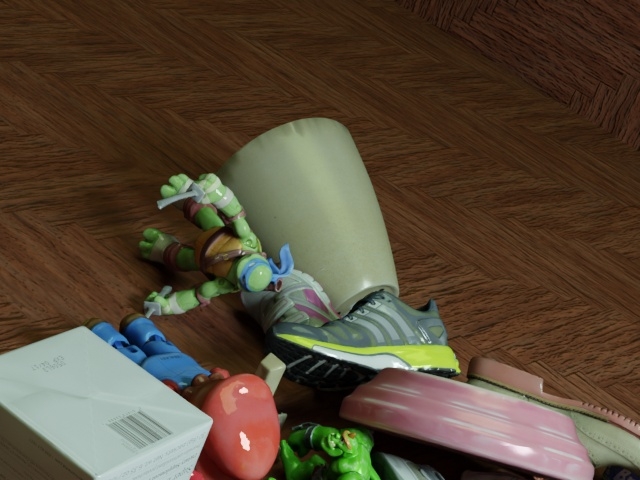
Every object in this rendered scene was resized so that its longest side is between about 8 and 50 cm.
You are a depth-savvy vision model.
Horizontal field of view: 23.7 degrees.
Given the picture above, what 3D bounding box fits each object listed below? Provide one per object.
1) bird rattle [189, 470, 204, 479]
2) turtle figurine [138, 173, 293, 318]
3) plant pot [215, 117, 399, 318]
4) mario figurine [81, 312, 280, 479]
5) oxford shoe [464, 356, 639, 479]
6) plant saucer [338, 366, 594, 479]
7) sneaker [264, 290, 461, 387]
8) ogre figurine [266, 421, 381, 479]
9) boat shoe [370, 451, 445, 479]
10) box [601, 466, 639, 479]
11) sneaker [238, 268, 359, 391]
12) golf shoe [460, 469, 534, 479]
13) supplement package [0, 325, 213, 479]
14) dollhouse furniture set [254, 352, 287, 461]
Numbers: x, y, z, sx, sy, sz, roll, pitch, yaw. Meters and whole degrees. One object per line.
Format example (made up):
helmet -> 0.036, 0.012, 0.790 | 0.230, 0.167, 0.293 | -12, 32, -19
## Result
bird rattle -> -0.076, 0.342, 1.640 | 0.253, 0.143, 0.207 | 8, 44, -24
turtle figurine -> -0.198, -0.002, 2.135 | 0.275, 0.198, 0.266 | -15, 22, -21
plant pot -> 0.000, 0.000, 2.302 | 0.256, 0.256, 0.274 | -2, 50, -44
mario figurine -> -0.180, 0.216, 1.858 | 0.198, 0.170, 0.320 | -38, 44, -22
oxford shoe -> 0.348, 0.286, 2.124 | 0.348, 0.130, 0.123 | 22, -11, 18
plant saucer -> 0.192, 0.234, 1.947 | 0.332, 0.084, 0.332 | 16, -7, 2
sneaker -> 0.051, 0.130, 2.054 | 0.300, 0.111, 0.121 | 8, 62, -36
ogre figurine -> 0.007, 0.280, 1.843 | 0.118, 0.097, 0.197 | -17, 6, 13
boat shoe -> 0.149, 0.360, 1.804 | 0.103, 0.118, 0.320 | 7, 21, -28
box -> 0.470, 0.363, 2.138 | 0.054, 0.059, 0.169 | 8, 28, -32
sneaker -> -0.029, 0.124, 2.149 | 0.252, 0.103, 0.111 | 35, 25, 27
golf shoe -> 0.267, 0.333, 2.023 | 0.176, 0.069, 0.086 | 14, 20, -22
supplement package -> -0.257, 0.261, 1.428 | 0.175, 0.293, 0.177 | 33, 26, 22
dollhouse furniture set -> -0.047, 0.209, 1.947 | 0.091, 0.114, 0.081 | 37, 23, 34
